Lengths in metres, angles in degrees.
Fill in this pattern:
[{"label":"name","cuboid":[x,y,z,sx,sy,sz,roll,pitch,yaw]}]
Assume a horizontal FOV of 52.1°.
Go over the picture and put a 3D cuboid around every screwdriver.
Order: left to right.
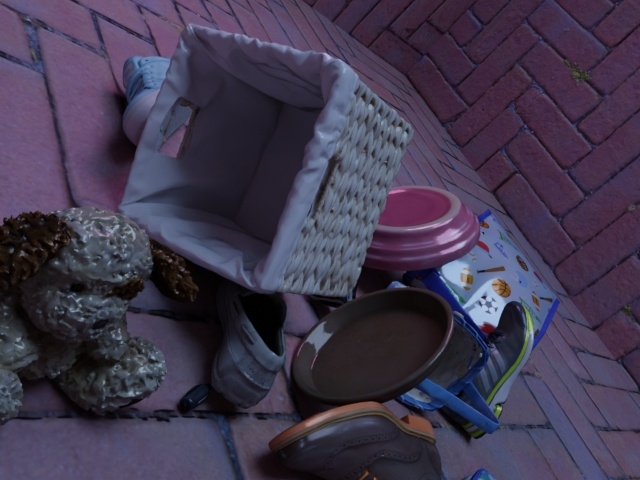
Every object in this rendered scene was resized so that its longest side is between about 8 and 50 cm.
[{"label":"screwdriver","cuboid":[-0.146,0.200,0.912,0.170,0.024,0.025,-13,92,-71]}]

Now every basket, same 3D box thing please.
[{"label":"basket","cuboid":[-0.076,-0.113,1.017,0.331,0.328,0.266,25,6,34]},{"label":"basket","cuboid":[0.190,0.214,1.215,0.254,0.201,0.289,37,15,-24]}]

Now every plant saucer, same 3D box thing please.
[{"label":"plant saucer","cuboid":[0.087,0.172,1.060,0.278,0.277,0.041,-82,150,-61]},{"label":"plant saucer","cuboid":[0.203,-0.044,1.530,0.332,0.332,0.084,-82,166,-61]}]

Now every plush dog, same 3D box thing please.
[{"label":"plush dog","cuboid":[-0.264,0.055,0.679,0.262,0.225,0.211,10,42,-54]}]

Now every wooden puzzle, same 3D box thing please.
[{"label":"wooden puzzle","cuboid":[-0.227,0.038,1.033,0.078,0.014,0.116,50,23,7]}]

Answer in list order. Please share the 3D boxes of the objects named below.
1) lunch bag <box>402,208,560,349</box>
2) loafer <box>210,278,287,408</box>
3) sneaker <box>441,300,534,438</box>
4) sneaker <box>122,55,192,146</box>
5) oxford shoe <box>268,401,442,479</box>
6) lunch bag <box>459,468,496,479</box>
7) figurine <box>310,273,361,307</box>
[{"label":"lunch bag","cuboid":[0.388,0.138,1.621,0.328,0.239,0.385,51,29,5]},{"label":"loafer","cuboid":[-0.095,0.117,0.991,0.112,0.111,0.319,38,19,-23]},{"label":"sneaker","cuboid":[0.346,0.253,1.365,0.121,0.300,0.111,31,-16,-7]},{"label":"sneaker","cuboid":[-0.329,-0.276,1.245,0.150,0.135,0.366,34,16,-9]},{"label":"oxford shoe","cuboid":[0.076,0.324,0.950,0.363,0.130,0.133,21,40,-44]},{"label":"lunch bag","cuboid":[0.280,0.495,1.051,0.219,0.090,0.176,58,26,16]},{"label":"figurine","cuboid":[0.000,0.000,1.243,0.215,0.092,0.209,27,72,-36]}]
